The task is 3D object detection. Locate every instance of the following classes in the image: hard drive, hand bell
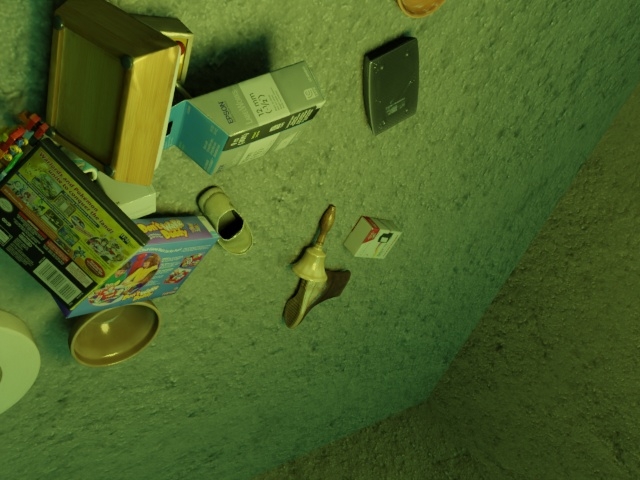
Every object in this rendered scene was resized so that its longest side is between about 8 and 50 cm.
[{"bbox_3d":[0.192,-0.424,1.608,0.171,0.054,0.255,-31,145,-15],"label":"hard drive"},{"bbox_3d":[0.000,0.000,1.877,0.126,0.126,0.242,0,117,-44],"label":"hand bell"}]

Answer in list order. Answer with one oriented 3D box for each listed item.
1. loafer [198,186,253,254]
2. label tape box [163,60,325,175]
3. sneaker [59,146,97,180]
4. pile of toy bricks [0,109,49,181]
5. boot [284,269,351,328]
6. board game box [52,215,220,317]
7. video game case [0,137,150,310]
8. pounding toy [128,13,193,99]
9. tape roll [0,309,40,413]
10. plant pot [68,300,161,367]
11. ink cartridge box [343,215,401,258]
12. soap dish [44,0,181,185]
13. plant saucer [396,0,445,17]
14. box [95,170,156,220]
[{"bbox_3d":[-0.248,-0.031,1.583,0.101,0.092,0.269,-36,146,-7],"label":"loafer"},{"bbox_3d":[-0.190,-0.245,1.284,0.347,0.115,0.249,-27,178,-23],"label":"label tape box"},{"bbox_3d":[-0.557,-0.098,1.207,0.228,0.092,0.087,-44,148,7],"label":"sneaker"},{"bbox_3d":[-0.601,-0.180,1.069,0.212,0.118,0.105,-30,113,37],"label":"pile of toy bricks"},{"bbox_3d":[-0.007,0.210,2.091,0.206,0.090,0.249,0,125,-42],"label":"boot"},{"bbox_3d":[-0.431,0.054,1.405,0.233,0.078,0.347,-48,162,23],"label":"board game box"},{"bbox_3d":[-0.523,-0.024,1.174,0.248,0.035,0.275,-37,104,19],"label":"video game case"},{"bbox_3d":[-0.311,-0.353,1.154,0.130,0.100,0.141,-10,135,-37],"label":"pounding toy"},{"bbox_3d":[-0.876,0.319,1.382,0.391,0.072,0.392,-26,143,-22],"label":"tape roll"},{"bbox_3d":[-0.554,0.215,1.545,0.237,0.110,0.237,-27,144,-21],"label":"plant pot"},{"bbox_3d":[0.185,-0.008,2.051,0.175,0.072,0.128,6,124,-47],"label":"ink cartridge box"},{"bbox_3d":[-0.386,-0.266,1.062,0.118,0.228,0.291,-38,156,-54],"label":"soap dish"},{"bbox_3d":[0.259,-0.651,1.436,0.199,0.037,0.200,-25,143,-21],"label":"plant saucer"},{"bbox_3d":[-0.431,-0.106,1.295,0.101,0.101,0.087,-24,163,-24],"label":"box"}]
